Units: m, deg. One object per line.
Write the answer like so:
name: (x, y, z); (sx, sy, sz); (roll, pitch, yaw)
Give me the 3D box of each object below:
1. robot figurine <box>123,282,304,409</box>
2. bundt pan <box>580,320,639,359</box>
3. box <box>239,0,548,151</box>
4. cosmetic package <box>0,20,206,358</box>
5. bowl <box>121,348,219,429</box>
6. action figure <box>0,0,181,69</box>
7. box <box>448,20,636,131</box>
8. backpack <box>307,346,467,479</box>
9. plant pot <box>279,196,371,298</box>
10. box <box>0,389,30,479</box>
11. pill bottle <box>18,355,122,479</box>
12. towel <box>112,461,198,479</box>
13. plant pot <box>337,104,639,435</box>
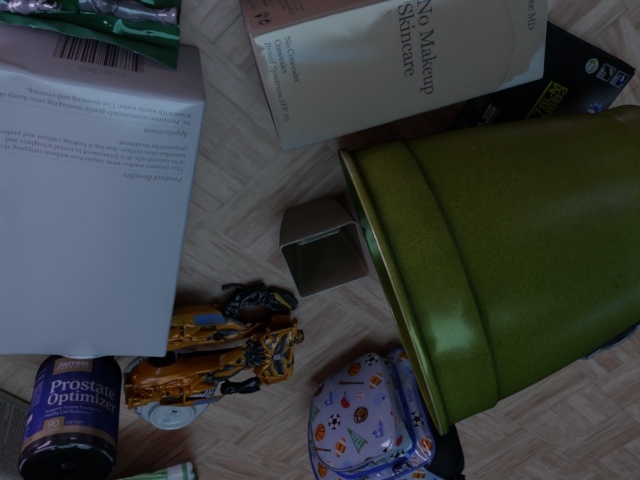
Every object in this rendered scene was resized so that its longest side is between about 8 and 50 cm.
robot figurine: (-0.160, 0.176, 0.902); (0.291, 0.085, 0.211); (-4, 116, -21)
bundt pan: (0.428, 0.063, 0.973); (0.331, 0.124, 0.330); (-8, 131, -9)
box: (0.081, -0.226, 0.639); (0.311, 0.121, 0.148); (-17, 130, -1)
cosmetic package: (-0.269, -0.040, 0.677); (0.217, 0.156, 0.385); (7, 127, -20)
bowl: (-0.256, 0.271, 0.982); (0.170, 0.080, 0.170); (-7, 129, -9)
action figure: (-0.253, -0.249, 0.548); (0.232, 0.063, 0.137); (3, 84, -11)
box: (0.299, -0.188, 0.782); (0.184, 0.045, 0.190); (14, 124, -27)
backpack: (0.097, 0.351, 1.039); (0.213, 0.276, 0.263); (32, 121, -28)
plant pot: (0.000, 0.000, 0.819); (0.109, 0.096, 0.109); (-18, 131, 1)
box: (-0.565, 0.316, 0.887); (0.127, 0.148, 0.232); (-32, 129, 13)
pill bottle: (-0.356, 0.236, 0.833); (0.123, 0.219, 0.122); (-8, 130, -10)
towel: (-0.400, 0.475, 1.086); (0.325, 0.038, 0.248); (-4, 152, -11)
plant pot: (0.246, 0.000, 0.705); (0.353, 0.366, 0.366); (-20, 131, 2)
